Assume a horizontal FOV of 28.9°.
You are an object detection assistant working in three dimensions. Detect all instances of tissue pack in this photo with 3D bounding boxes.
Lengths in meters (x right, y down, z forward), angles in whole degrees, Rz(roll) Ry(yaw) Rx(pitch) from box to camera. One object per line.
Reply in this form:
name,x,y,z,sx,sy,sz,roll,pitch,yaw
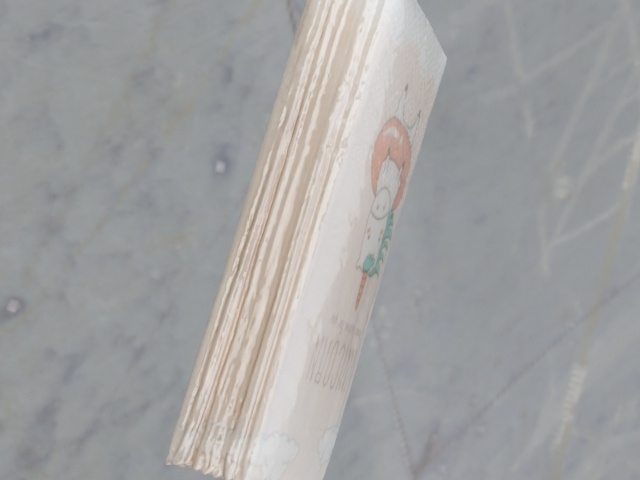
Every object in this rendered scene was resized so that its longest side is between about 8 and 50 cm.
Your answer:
tissue pack,0.000,0.000,0.820,0.170,0.071,0.326,40,65,-71
